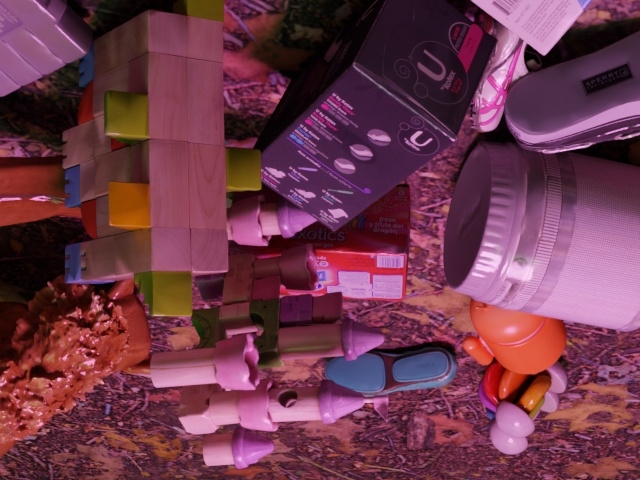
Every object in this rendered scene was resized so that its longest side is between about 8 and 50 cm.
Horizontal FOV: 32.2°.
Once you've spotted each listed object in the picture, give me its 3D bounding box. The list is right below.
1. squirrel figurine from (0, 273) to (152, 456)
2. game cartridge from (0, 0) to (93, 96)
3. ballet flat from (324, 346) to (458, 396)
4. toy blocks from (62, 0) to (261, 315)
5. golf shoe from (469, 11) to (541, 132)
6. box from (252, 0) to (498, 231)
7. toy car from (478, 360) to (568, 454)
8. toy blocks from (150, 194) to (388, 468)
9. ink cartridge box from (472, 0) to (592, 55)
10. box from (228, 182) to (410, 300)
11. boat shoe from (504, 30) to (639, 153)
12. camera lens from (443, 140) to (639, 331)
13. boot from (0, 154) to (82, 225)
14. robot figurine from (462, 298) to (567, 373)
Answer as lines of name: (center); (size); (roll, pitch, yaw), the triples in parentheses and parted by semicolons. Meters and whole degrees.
squirrel figurine: (-0.420, 0.187, 1.738); (0.370, 0.281, 0.397); (-14, -177, -29)
game cartridge: (-0.451, -0.298, 1.245); (0.230, 0.068, 0.355); (-23, 137, 23)
ballet flat: (0.132, 0.241, 1.997); (0.247, 0.083, 0.087); (-8, 159, 22)
toy blocks: (-0.220, -0.097, 1.326); (0.190, 0.381, 0.261); (2, 174, -35)
golf shoe: (0.219, -0.193, 1.322); (0.086, 0.067, 0.186); (2, 147, 3)
box: (0.052, -0.152, 1.273); (0.143, 0.165, 0.270); (34, 147, -13)
toy car: (0.347, 0.280, 1.987); (0.136, 0.159, 0.182); (34, 154, 20)
toy blocks: (-0.039, 0.128, 1.438); (0.260, 0.288, 0.309); (-6, 140, 10)
ink cartridge box: (0.189, -0.303, 1.073); (0.203, 0.086, 0.148); (38, 142, 0)
box: (0.000, 0.000, 1.598); (0.257, 0.123, 0.128); (3, 145, 5)
boat shoe: (0.371, -0.169, 1.291); (0.306, 0.113, 0.105); (-21, 158, 11)
camera lens: (0.321, -0.006, 1.456); (0.274, 0.219, 0.219); (11, 147, -9)
boot: (-0.360, -0.033, 1.506); (0.280, 0.096, 0.264); (-14, 157, -30)
robot figurine: (0.314, 0.127, 1.751); (0.158, 0.128, 0.219); (-5, 147, 27)
